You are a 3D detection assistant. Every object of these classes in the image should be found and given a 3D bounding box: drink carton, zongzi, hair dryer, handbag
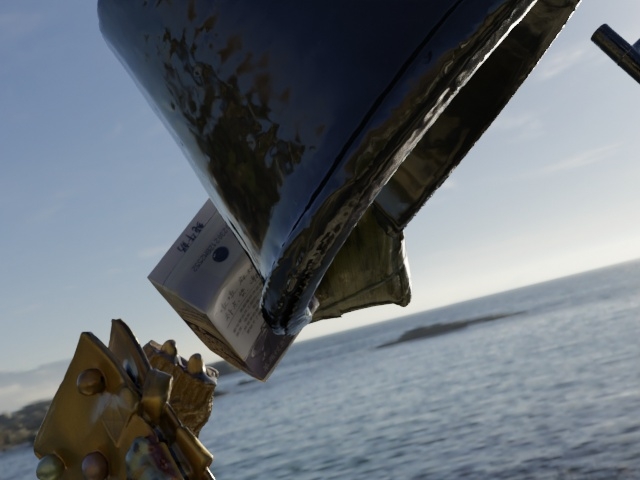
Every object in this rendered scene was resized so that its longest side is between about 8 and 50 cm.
[{"bbox_3d":[-0.098,0.062,1.024,0.134,0.102,0.222,-53,-29,-17],"label":"drink carton"},{"bbox_3d":[0.000,0.000,1.204,0.251,0.125,0.274,-16,-46,-4],"label":"zongzi"},{"bbox_3d":[0.661,-0.382,1.674,0.195,0.173,0.050,-26,-23,-27],"label":"hair dryer"},{"bbox_3d":[-0.213,0.320,1.020,0.133,0.401,0.283,-9,-37,-42],"label":"handbag"}]

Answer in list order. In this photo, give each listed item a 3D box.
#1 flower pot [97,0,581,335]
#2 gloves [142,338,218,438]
[{"bbox_3d":[0.012,-0.155,0.598,0.379,0.251,0.379,-47,-9,-10],"label":"flower pot"},{"bbox_3d":[-0.296,0.324,1.500,0.203,0.155,0.356,1,-51,-49],"label":"gloves"}]
